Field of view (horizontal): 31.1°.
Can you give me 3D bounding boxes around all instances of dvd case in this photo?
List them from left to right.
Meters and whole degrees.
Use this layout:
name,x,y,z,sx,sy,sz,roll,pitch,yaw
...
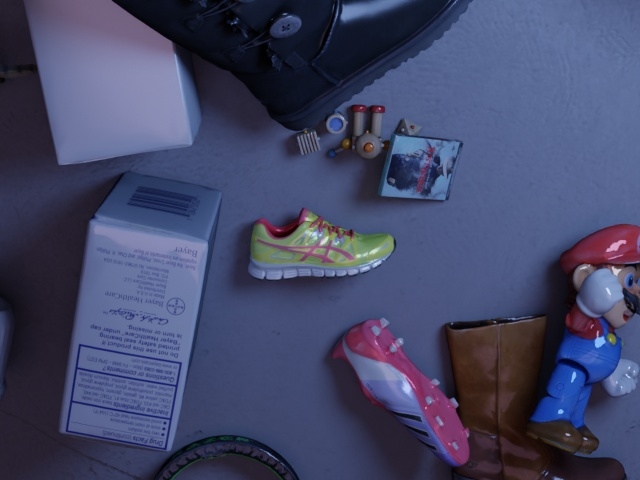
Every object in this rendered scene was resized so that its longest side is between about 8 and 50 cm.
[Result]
name,x,y,z,sx,sy,sz,roll,pitch,yaw
dvd case,0.137,-0.099,1.567,0.119,0.013,0.087,3,109,-36

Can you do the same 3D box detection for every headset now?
name,x,y,z,sx,sy,sz,roll,pitch,yaw
headset,-0.125,0.484,1.719,0.243,0.185,0.394,-11,91,-2

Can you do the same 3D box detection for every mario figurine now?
name,x,y,z,sx,sy,sz,roll,pitch,yaw
mario figurine,0.393,0.135,1.560,0.170,0.198,0.320,16,89,-6

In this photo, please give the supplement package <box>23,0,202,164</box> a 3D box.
name,x,y,z,sx,sy,sz,roll,pitch,yaw
supplement package,-0.263,-0.263,1.452,0.175,0.177,0.293,-9,106,0

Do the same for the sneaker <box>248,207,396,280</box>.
name,x,y,z,sx,sy,sz,roll,pitch,yaw
sneaker,0.000,0.000,1.588,0.208,0.081,0.094,-5,104,0

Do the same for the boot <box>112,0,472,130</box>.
name,x,y,z,sx,sy,sz,roll,pitch,yaw
boot,-0.030,-0.342,1.320,0.367,0.146,0.445,-43,143,9

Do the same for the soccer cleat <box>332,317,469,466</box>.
name,x,y,z,sx,sy,sz,roll,pitch,yaw
soccer cleat,0.117,0.224,1.639,0.095,0.083,0.248,-39,86,29

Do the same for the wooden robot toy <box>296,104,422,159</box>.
name,x,y,z,sx,sy,sz,roll,pitch,yaw
wooden robot toy,0.054,-0.141,1.548,0.173,0.079,0.076,1,106,-2

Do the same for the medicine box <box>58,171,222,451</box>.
name,x,y,z,sx,sy,sz,roll,pitch,yaw
medicine box,-0.231,0.086,1.510,0.149,0.263,0.289,11,105,-4

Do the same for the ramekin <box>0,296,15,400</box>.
name,x,y,z,sx,sy,sz,roll,pitch,yaw
ramekin,-0.532,0.114,1.519,0.273,0.273,0.127,20,93,-7

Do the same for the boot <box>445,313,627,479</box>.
name,x,y,z,sx,sy,sz,roll,pitch,yaw
boot,0.316,0.242,1.682,0.264,0.096,0.280,-1,99,6

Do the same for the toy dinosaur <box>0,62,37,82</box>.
name,x,y,z,sx,sy,sz,roll,pitch,yaw
toy dinosaur,-0.462,-0.251,1.479,0.268,0.118,0.064,37,59,16
